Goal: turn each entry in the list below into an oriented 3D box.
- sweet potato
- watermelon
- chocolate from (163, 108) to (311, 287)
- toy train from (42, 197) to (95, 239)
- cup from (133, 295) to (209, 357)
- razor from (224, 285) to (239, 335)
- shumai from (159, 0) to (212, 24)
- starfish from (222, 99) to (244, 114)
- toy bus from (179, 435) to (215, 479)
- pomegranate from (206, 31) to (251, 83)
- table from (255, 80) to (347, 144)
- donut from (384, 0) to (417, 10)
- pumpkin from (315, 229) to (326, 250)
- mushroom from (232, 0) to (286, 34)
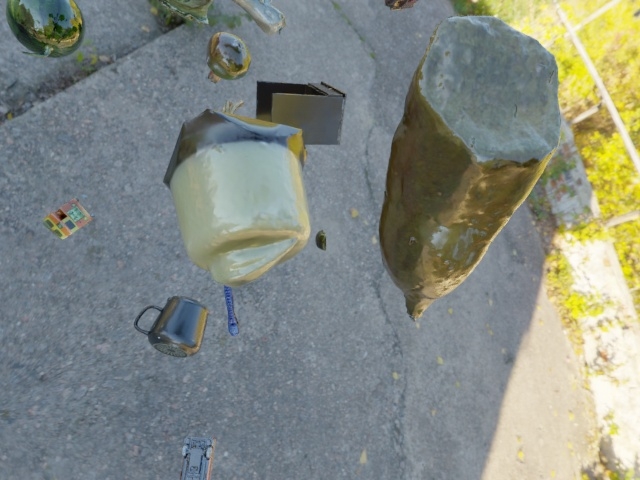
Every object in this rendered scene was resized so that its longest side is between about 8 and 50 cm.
[{"bbox_3d":[0.146,-0.051,0.477,0.158,0.369,0.158,6,44,-6],"label":"sweet potato"},{"bbox_3d":[-0.762,-0.605,1.118,0.188,0.188,0.214,-5,74,-42],"label":"watermelon"},{"bbox_3d":[-0.158,-0.066,0.900,0.314,0.326,0.297,1,52,-38],"label":"chocolate"},{"bbox_3d":[-0.646,-0.052,1.028,0.099,0.188,0.072,-48,114,-25],"label":"toy train"},{"bbox_3d":[-0.483,0.272,1.312,0.223,0.169,0.176,25,57,-16],"label":"cup"},{"bbox_3d":[-0.345,0.213,1.508,0.056,0.093,0.324,-95,179,-68],"label":"razor"},{"bbox_3d":[-0.312,-0.586,0.951,0.184,0.142,0.184,3,43,-2],"label":"shumai"},{"bbox_3d":[-0.308,-0.375,1.271,0.053,0.150,0.209,33,70,-24],"label":"starfish"},{"bbox_3d":[-0.314,0.592,1.021,0.079,0.077,0.174,2,71,3],"label":"toy bus"},{"bbox_3d":[-0.378,-0.707,1.581,0.180,0.210,0.180,24,52,-35],"label":"pomegranate"},{"bbox_3d":[-0.085,-0.496,1.536,0.282,0.196,0.250,-5,33,-21],"label":"table"},{"bbox_3d":[0.180,-0.433,0.565,0.096,0.230,0.216,63,23,-9],"label":"donut"},{"bbox_3d":[-0.001,-0.001,1.131,0.028,0.083,0.050,-1,105,-5],"label":"pumpkin"},{"bbox_3d":[-0.235,-0.821,1.403,0.278,0.099,0.096,20,52,-43],"label":"mushroom"}]
